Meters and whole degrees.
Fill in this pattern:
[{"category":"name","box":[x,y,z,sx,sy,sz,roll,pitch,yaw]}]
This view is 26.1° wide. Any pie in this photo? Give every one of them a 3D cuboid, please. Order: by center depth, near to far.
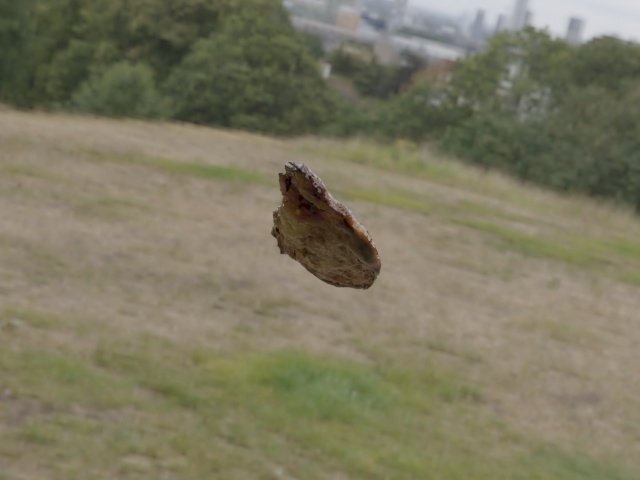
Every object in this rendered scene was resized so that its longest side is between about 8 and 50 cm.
[{"category":"pie","box":[0.002,0.002,0.942,0.088,0.033,0.191,34,-13,4]}]
